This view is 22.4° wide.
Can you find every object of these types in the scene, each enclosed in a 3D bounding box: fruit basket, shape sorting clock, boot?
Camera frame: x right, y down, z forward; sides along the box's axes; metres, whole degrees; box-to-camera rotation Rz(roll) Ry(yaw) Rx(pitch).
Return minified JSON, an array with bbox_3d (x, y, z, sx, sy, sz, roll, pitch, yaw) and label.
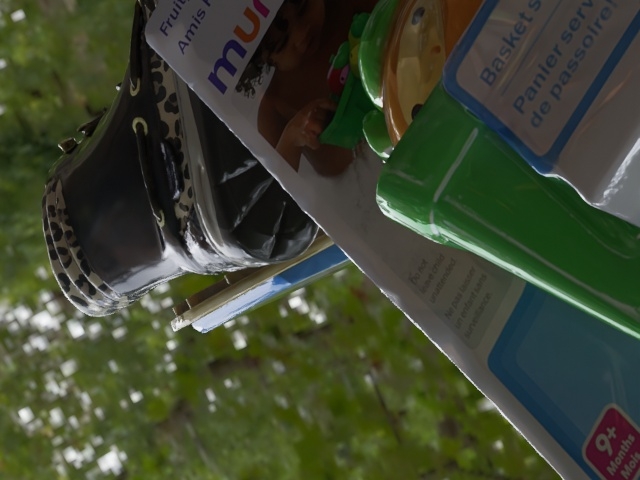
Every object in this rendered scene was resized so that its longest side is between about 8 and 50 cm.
[{"bbox_3d":[0.079,-0.128,0.577,0.353,0.165,0.327,45,-67,35],"label":"fruit basket"},{"bbox_3d":[0.000,0.000,0.967,0.206,0.040,0.206,-25,177,-1],"label":"shape sorting clock"},{"bbox_3d":[-0.088,-0.083,0.834,0.085,0.236,0.179,0,165,-37],"label":"boot"}]
